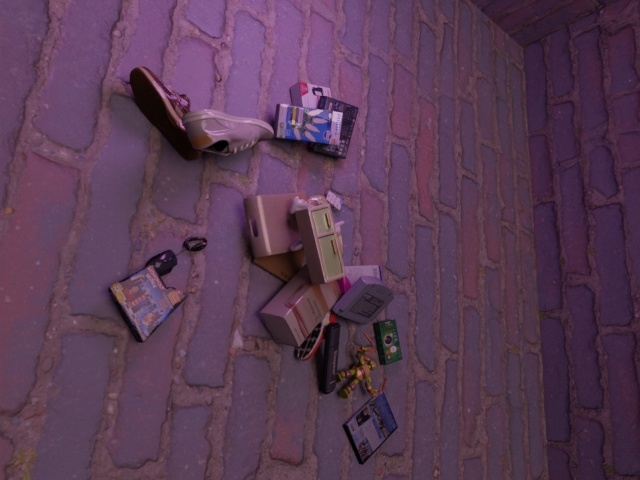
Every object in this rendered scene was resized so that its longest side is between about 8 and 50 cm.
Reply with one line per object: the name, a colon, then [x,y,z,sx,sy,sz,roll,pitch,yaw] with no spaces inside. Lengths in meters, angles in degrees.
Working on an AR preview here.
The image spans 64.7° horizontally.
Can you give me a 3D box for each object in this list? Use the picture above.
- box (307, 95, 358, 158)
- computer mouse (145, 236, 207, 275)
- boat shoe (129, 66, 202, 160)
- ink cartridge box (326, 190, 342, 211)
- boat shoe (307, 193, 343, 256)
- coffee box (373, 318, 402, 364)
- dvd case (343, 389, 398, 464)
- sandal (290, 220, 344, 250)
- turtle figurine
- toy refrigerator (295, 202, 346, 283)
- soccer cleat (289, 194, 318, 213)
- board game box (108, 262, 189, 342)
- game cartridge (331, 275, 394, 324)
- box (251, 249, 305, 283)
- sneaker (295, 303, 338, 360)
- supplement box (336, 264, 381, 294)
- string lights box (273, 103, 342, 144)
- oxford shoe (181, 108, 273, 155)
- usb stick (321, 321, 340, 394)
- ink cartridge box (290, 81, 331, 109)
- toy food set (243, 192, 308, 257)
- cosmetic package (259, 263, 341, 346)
box: [0.054,-0.480,2.157,0.183,0.059,0.233,6,102,-41]
computer mouse: [-0.464,0.047,1.654,0.242,0.041,0.071,-36,102,-40]
boat shoe: [-0.496,-0.439,1.703,0.342,0.123,0.123,53,44,-23]
ink cartridge box: [0.052,-0.168,2.158,0.083,0.028,0.048,38,57,-28]
boat shoe: [0.007,-0.048,2.051,0.089,0.104,0.285,-16,80,-37]
coffee box: [0.295,0.441,2.209,0.113,0.040,0.184,-6,84,-42]
dvd case: [0.210,0.761,2.069,0.253,0.022,0.180,-28,99,-41]
sandal: [-0.007,0.001,1.916,0.265,0.102,0.076,-31,106,-36]
turtle figurine: [0.149,0.523,2.033,0.217,0.087,0.270,-21,102,-35]
toy refrigerator: [0.003,0.012,1.801,0.102,0.094,0.270,-16,95,-36]
soccer cleat: [-0.046,-0.107,1.922,0.196,0.068,0.076,25,93,-48]
board game box: [-0.517,0.178,1.551,0.194,0.060,0.194,-34,103,-35]
game cartridge: [0.182,0.238,2.020,0.198,0.062,0.297,-51,147,5]
box: [-0.154,0.058,1.929,0.201,0.021,0.164,35,57,-28]
sneaker: [0.005,0.351,1.946,0.118,0.107,0.279,52,54,-32]
supplement box: [0.140,0.165,2.097,0.220,0.114,0.111,2,79,-42]
string lights box: [-0.051,-0.464,2.026,0.259,0.077,0.133,3,101,-17]
oxford shoe: [-0.309,-0.360,1.761,0.449,0.169,0.130,-15,93,-65]
usb stick: [0.039,0.446,1.918,0.077,0.045,0.278,-18,116,-61]
ink cartridge box: [-0.034,-0.594,2.160,0.175,0.072,0.127,-4,82,-41]
toy food set: [-0.148,-0.062,1.913,0.306,0.092,0.220,-10,90,-46]
cosmetic package: [-0.066,0.234,1.873,0.296,0.129,0.153,-47,126,-37]
